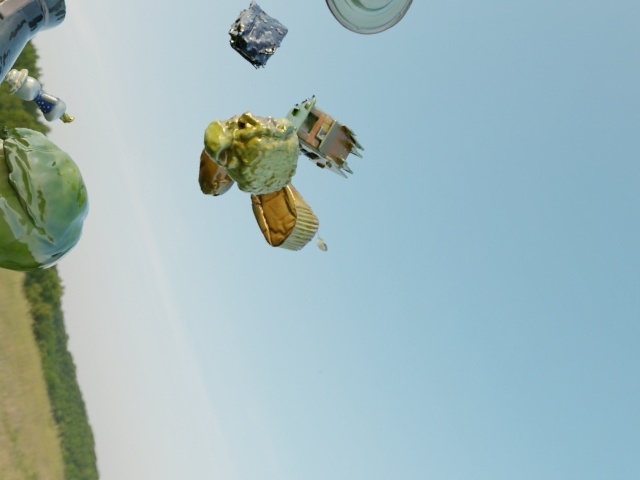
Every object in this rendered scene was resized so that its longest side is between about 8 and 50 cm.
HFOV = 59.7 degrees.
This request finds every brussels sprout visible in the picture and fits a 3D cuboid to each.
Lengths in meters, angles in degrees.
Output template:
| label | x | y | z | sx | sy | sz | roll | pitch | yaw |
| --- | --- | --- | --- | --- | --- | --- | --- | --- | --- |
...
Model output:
| label | x | y | z | sx | sy | sz | roll | pitch | yaw |
| --- | --- | --- | --- | --- | --- | --- | --- | --- | --- |
| brussels sprout | -0.834 | -0.083 | 1.519 | 0.425 | 0.342 | 0.361 | -19 | -75 | 35 |

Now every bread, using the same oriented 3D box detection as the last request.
| label | x | y | z | sx | sy | sz | roll | pitch | yaw |
| --- | --- | --- | --- | --- | --- | --- | --- | --- | --- |
| bread | -0.127 | -0.102 | 2.023 | 0.204 | 0.156 | 0.288 | -47 | -123 | 21 |

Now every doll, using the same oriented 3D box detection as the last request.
| label | x | y | z | sx | sy | sz | roll | pitch | yaw |
| --- | --- | --- | --- | --- | --- | --- | --- | --- | --- |
| doll | -1.100 | -0.560 | 2.175 | 0.138 | 0.293 | 0.119 | 1 | -117 | 39 |

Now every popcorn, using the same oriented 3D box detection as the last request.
| label | x | y | z | sx | sy | sz | roll | pitch | yaw |
| --- | --- | --- | --- | --- | --- | --- | --- | --- | --- |
| popcorn | -0.164 | -0.248 | 1.518 | 0.286 | 0.225 | 0.173 | 45 | 18 | -54 |

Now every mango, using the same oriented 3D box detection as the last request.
| label | x | y | z | sx | sy | sz | roll | pitch | yaw |
| --- | --- | --- | --- | --- | --- | --- | --- | --- | --- |
| mango | -0.389 | -0.288 | 2.107 | 0.156 | 0.151 | 0.248 | 15 | -94 | 28 |

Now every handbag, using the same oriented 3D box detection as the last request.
| label | x | y | z | sx | sy | sz | roll | pitch | yaw |
| --- | --- | --- | --- | --- | --- | --- | --- | --- | --- |
| handbag | -0.206 | -0.666 | 1.800 | 0.113 | 0.162 | 0.260 | -36 | -151 | 38 |

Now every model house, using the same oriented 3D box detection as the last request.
| label | x | y | z | sx | sy | sz | roll | pitch | yaw |
| --- | --- | --- | --- | --- | --- | --- | --- | --- | --- |
| model house | -0.016 | -0.347 | 2.129 | 0.242 | 0.313 | 0.358 | -59 | -161 | -7 |

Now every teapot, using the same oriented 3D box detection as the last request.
| label | x | y | z | sx | sy | sz | roll | pitch | yaw |
| --- | --- | --- | --- | --- | --- | --- | --- | --- | --- |
| teapot | -0.703 | -0.453 | 1.149 | 0.300 | 0.344 | 0.253 | -3 | -43 | 32 |

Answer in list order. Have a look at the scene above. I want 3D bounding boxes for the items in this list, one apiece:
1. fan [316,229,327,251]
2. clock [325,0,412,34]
| label | x | y | z | sx | sy | sz | roll | pitch | yaw |
| --- | --- | --- | --- | --- | --- | --- | --- | --- | --- |
| fan | 0.006 | 0.007 | 1.914 | 0.003 | 0.060 | 0.080 | -30 | -141 | 27 |
| clock | 0.112 | -0.578 | 1.220 | 0.056 | 0.244 | 0.244 | 44 | -41 | 51 |
